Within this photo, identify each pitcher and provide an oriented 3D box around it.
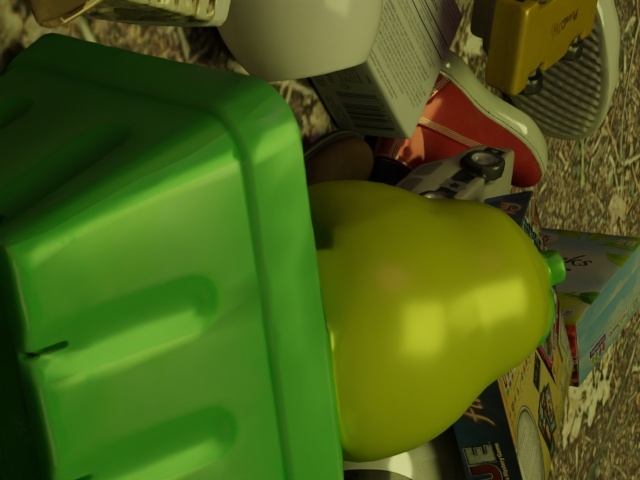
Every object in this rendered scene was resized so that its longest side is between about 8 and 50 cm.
[{"bbox_3d":[-0.046,-0.215,1.066,0.178,0.125,0.207,-20,104,-34],"label":"pitcher"}]

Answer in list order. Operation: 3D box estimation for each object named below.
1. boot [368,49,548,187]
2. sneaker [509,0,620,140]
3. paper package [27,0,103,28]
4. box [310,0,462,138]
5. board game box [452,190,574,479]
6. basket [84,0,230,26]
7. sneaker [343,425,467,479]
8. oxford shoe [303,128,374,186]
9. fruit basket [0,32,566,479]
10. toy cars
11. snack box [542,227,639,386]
[{"bbox_3d":[0.121,-0.054,1.404,0.244,0.088,0.176,30,71,-49],"label":"boot"},{"bbox_3d":[0.249,-0.282,1.513,0.150,0.135,0.366,-44,133,-40],"label":"sneaker"},{"bbox_3d":[-0.109,-0.291,0.677,0.325,0.168,0.309,61,9,-15],"label":"paper package"},{"bbox_3d":[0.048,-0.177,1.259,0.137,0.072,0.126,-66,147,-24],"label":"box"},{"bbox_3d":[0.143,0.085,1.149,0.243,0.042,0.165,-58,136,-61],"label":"board game box"},{"bbox_3d":[-0.121,-0.220,0.928,0.103,0.113,0.167,-1,98,-55],"label":"basket"},{"bbox_3d":[0.075,0.230,1.247,0.447,0.169,0.257,35,57,-67],"label":"sneaker"},{"bbox_3d":[0.000,0.000,1.200,0.227,0.096,0.083,-60,142,-35],"label":"oxford shoe"},{"bbox_3d":[-0.051,0.055,0.935,0.392,0.283,0.392,-16,114,-41],"label":"fruit basket"},{"bbox_3d":[0.131,-0.107,1.284,0.393,0.087,0.176,-64,155,-15],"label":"toy cars"},{"bbox_3d":[0.172,0.051,1.389,0.174,0.207,0.070,-39,129,-48],"label":"snack box"}]
